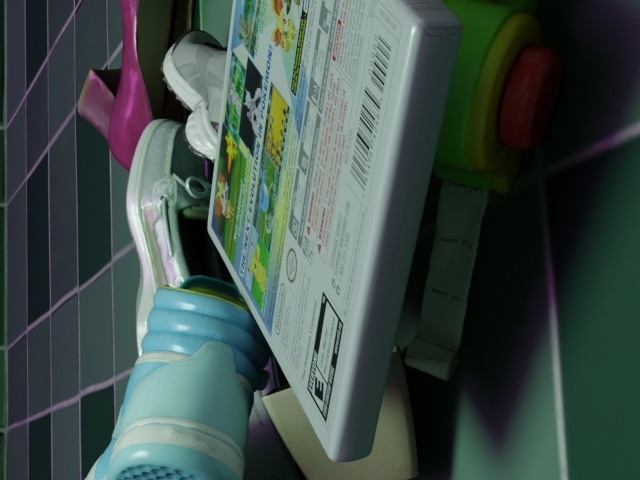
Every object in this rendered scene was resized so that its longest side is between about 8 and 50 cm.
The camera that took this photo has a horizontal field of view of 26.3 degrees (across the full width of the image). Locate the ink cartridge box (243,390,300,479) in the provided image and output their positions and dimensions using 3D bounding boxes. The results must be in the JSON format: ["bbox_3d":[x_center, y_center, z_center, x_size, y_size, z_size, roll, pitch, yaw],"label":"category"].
[{"bbox_3d":[-0.028,0.273,1.249,0.275,0.060,0.238,-120,8,-52],"label":"ink cartridge box"}]

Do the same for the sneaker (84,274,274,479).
[{"bbox_3d":[-0.118,0.151,1.154,0.319,0.127,0.208,131,156,-57],"label":"sneaker"}]

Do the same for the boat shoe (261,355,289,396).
[{"bbox_3d":[0.000,0.000,1.174,0.119,0.121,0.335,-6,94,61],"label":"boat shoe"}]

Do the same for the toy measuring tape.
[{"bbox_3d":[0.087,-0.045,0.918,0.121,0.121,0.330,-131,47,-60],"label":"toy measuring tape"}]

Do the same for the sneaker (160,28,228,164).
[{"bbox_3d":[-0.093,-0.164,1.445,0.108,0.100,0.271,-53,30,16],"label":"sneaker"}]

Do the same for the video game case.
[{"bbox_3d":[-0.007,-0.065,0.959,0.300,0.036,0.329,-123,35,-50],"label":"video game case"}]

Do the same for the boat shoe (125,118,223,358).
[{"bbox_3d":[-0.148,0.012,1.550,0.118,0.103,0.320,34,-131,-61],"label":"boat shoe"}]

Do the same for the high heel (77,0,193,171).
[{"bbox_3d":[-0.175,-0.252,1.675,0.181,0.127,0.377,42,128,26],"label":"high heel"}]

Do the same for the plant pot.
[{"bbox_3d":[0.025,0.145,1.060,0.109,0.109,0.096,44,-153,-86],"label":"plant pot"}]
